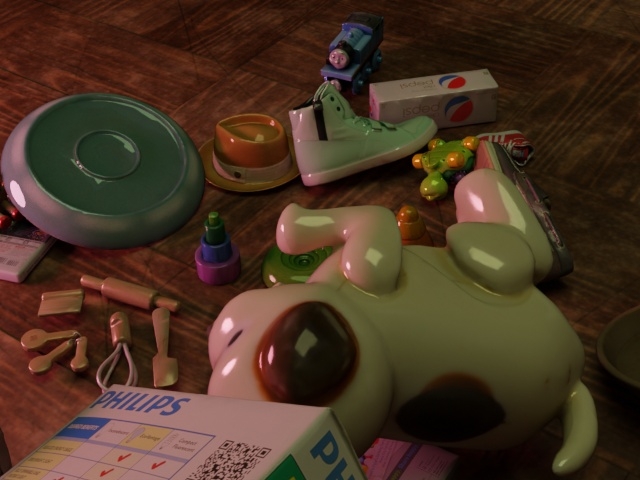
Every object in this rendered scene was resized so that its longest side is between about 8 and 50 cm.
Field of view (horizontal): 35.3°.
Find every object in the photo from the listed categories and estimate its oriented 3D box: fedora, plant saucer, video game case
[{"bbox_3d":[-0.115,-0.158,1.665,0.194,0.079,0.194,-2,38,2],"label":"fedora"},{"bbox_3d":[-0.335,-0.124,1.577,0.318,0.043,0.317,10,52,-12],"label":"plant saucer"},{"bbox_3d":[0.482,0.135,1.234,0.278,0.041,0.278,-11,20,4],"label":"plant saucer"},{"bbox_3d":[-0.499,-0.010,1.549,0.190,0.022,0.173,10,41,16],"label":"video game case"}]

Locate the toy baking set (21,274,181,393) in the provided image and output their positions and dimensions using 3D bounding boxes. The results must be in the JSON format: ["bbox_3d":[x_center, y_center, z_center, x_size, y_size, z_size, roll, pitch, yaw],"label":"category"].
[{"bbox_3d":[-0.283,0.129,1.361,0.256,0.030,0.196,11,44,17],"label":"toy baking set"}]

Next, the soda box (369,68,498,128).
[{"bbox_3d":[0.197,-0.241,1.755,0.216,0.074,0.069,-9,39,-8],"label":"soda box"}]

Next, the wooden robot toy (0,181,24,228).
[{"bbox_3d":[-0.492,-0.073,1.545,0.076,0.079,0.173,25,47,31],"label":"wooden robot toy"}]

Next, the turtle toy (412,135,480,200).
[{"bbox_3d":[0.199,-0.115,1.603,0.095,0.066,0.130,2,35,44],"label":"turtle toy"}]

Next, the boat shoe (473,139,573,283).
[{"bbox_3d":[0.295,-0.042,1.488,0.092,0.102,0.285,-2,42,-8],"label":"boat shoe"}]

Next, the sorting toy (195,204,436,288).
[{"bbox_3d":[0.000,0.000,1.426,0.366,0.126,0.127,2,39,4],"label":"sorting toy"}]

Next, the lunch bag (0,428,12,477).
[{"bbox_3d":[-0.493,0.205,1.110,0.287,0.235,0.169,1,33,6],"label":"lunch bag"}]

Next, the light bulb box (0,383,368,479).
[{"bbox_3d":[-0.169,0.323,0.852,0.358,0.225,0.361,-4,27,48],"label":"light bulb box"}]

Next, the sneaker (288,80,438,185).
[{"bbox_3d":[0.071,-0.197,1.634,0.256,0.151,0.094,-21,15,-21],"label":"sneaker"}]

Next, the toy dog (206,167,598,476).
[{"bbox_3d":[0.061,0.138,1.097,0.408,0.284,0.395,-9,55,-35],"label":"toy dog"}]

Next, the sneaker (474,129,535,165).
[{"bbox_3d":[0.298,-0.148,1.660,0.118,0.042,0.067,-15,37,-19],"label":"sneaker"}]

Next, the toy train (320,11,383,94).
[{"bbox_3d":[0.060,-0.348,1.871,0.080,0.105,0.184,14,41,20],"label":"toy train"}]

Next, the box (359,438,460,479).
[{"bbox_3d":[0.045,0.270,1.156,0.186,0.038,0.145,20,43,27],"label":"box"}]
